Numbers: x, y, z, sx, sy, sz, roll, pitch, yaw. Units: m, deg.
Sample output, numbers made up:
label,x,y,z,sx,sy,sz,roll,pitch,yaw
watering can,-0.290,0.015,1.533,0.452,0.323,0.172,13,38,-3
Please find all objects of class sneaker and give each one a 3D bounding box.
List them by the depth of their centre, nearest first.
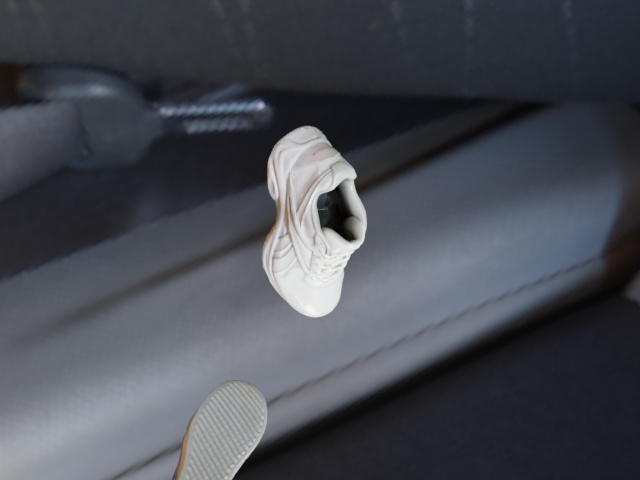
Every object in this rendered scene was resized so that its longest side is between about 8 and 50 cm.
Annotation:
label,x,y,z,sx,sy,sz,roll,pitch,yaw
sneaker,0.000,0.000,1.600,0.115,0.090,0.232,39,144,43
sneaker,-0.173,0.338,2.157,0.102,0.282,0.161,28,142,-2
